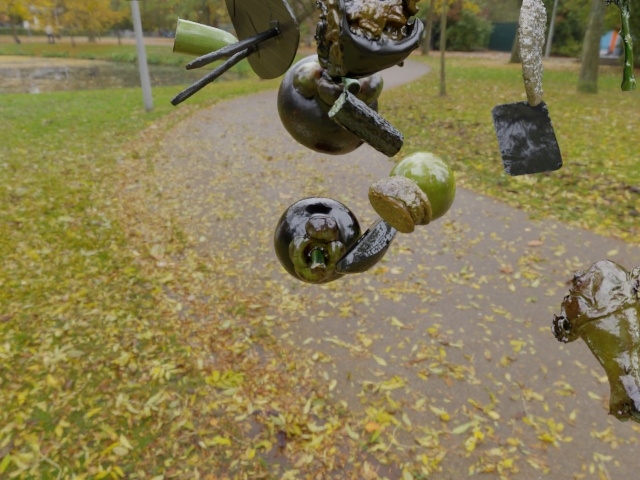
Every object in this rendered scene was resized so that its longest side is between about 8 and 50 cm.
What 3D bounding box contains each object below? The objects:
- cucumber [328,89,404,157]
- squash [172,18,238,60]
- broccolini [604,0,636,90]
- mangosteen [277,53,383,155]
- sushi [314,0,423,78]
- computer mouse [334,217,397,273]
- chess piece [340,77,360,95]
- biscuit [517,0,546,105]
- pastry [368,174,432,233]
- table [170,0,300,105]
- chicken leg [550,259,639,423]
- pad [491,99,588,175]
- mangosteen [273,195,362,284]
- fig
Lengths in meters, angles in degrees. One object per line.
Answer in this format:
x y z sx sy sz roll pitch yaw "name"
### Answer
0.122 -0.276 1.251 0.211 0.078 0.062 30 21 -27 "cucumber"
-0.312 -0.552 1.424 0.188 0.095 0.095 7 20 -19 "squash"
0.656 -0.456 1.115 0.057 0.254 0.071 -1 15 30 "broccolini"
0.031 -0.415 1.523 0.330 0.330 0.330 1 22 -1 "mangosteen"
0.106 -0.485 1.163 0.204 0.200 0.213 -21 40 -18 "sushi"
0.126 0.015 1.244 0.217 0.073 0.122 -47 5 -18 "computer mouse"
0.074 -0.425 1.351 0.042 0.042 0.093 -5 45 -16 "chess piece"
0.445 -0.422 1.073 0.032 0.250 0.133 -1 -17 36 "biscuit"
0.126 -0.057 0.818 0.057 0.109 0.097 -41 -6 -16 "pastry"
-0.240 -0.437 1.134 0.249 0.317 0.317 -32 35 -20 "table"
0.632 0.215 1.147 0.140 0.361 0.211 25 -25 -32 "chicken leg"
0.695 -0.311 1.536 0.323 0.250 0.055 -1 -21 -9 "pad"
-0.008 -0.009 1.643 0.297 0.297 0.313 3 -21 4 "mangosteen"
0.382 -0.214 1.901 0.258 0.258 0.326 9 34 17 "fig"
